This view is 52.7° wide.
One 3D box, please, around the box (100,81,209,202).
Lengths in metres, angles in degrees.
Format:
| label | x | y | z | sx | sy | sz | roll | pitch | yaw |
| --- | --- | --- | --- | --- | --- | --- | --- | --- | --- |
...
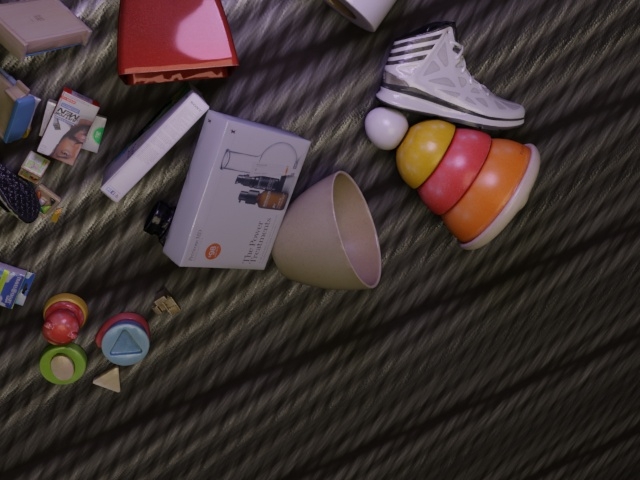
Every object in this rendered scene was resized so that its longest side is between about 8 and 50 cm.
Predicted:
| label | x | y | z | sx | sy | sz | roll | pitch | yaw |
| --- | --- | --- | --- | --- | --- | --- | --- | --- | --- |
| box | -0.415 | -0.254 | 1.611 | 0.322 | 0.232 | 0.058 | -44 | 115 | 3 |

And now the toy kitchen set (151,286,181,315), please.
| label | x | y | z | sx | sy | sz | roll | pitch | yaw |
| --- | --- | --- | --- | --- | --- | --- | --- | --- | --- |
| toy kitchen set | -0.453 | 0.194 | 1.855 | 0.068 | 0.075 | 0.083 | -32 | 110 | 0 |

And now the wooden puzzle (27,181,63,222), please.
| label | x | y | z | sx | sy | sz | roll | pitch | yaw |
| --- | --- | --- | --- | --- | --- | --- | --- | --- | --- |
| wooden puzzle | -0.732 | -0.102 | 1.704 | 0.116 | 0.014 | 0.078 | 35 | 98 | -23 |

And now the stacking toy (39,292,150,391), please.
| label | x | y | z | sx | sy | sz | roll | pitch | yaw |
| --- | --- | --- | --- | --- | --- | --- | --- | --- | --- |
| stacking toy | -0.649 | 0.321 | 1.822 | 0.309 | 0.130 | 0.279 | 17 | 105 | -19 |

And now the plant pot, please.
| label | x | y | z | sx | sy | sz | roll | pitch | yaw |
| --- | --- | --- | --- | --- | --- | --- | --- | --- | --- |
| plant pot | -0.352 | -0.508 | 1.532 | 0.267 | 0.267 | 0.236 | -8 | 100 | -12 |

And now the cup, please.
| label | x | y | z | sx | sy | sz | roll | pitch | yaw |
| --- | --- | --- | --- | --- | --- | --- | --- | --- | --- |
| cup | 0.000 | 0.000 | 1.800 | 0.237 | 0.331 | 0.331 | -17 | 116 | 21 |

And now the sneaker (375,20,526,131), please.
| label | x | y | z | sx | sy | sz | roll | pitch | yaw |
| --- | --- | --- | --- | --- | --- | --- | --- | --- | --- |
| sneaker | 0.394 | -0.458 | 1.780 | 0.447 | 0.169 | 0.257 | 9 | 110 | -15 |

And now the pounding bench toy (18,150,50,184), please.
| label | x | y | z | sx | sy | sz | roll | pitch | yaw |
| --- | --- | --- | --- | --- | --- | --- | --- | --- | --- |
| pounding bench toy | -0.724 | -0.196 | 1.649 | 0.052 | 0.065 | 0.083 | 30 | 61 | -22 |

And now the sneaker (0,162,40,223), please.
| label | x | y | z | sx | sy | sz | roll | pitch | yaw |
| --- | --- | --- | --- | --- | --- | --- | --- | --- | --- |
| sneaker | -0.816 | -0.136 | 1.641 | 0.097 | 0.084 | 0.235 | -19 | 118 | 42 |

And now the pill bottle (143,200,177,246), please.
| label | x | y | z | sx | sy | sz | roll | pitch | yaw |
| --- | --- | --- | --- | --- | --- | --- | --- | --- | --- |
| pill bottle | -0.365 | -0.019 | 1.773 | 0.219 | 0.123 | 0.123 | 29 | 101 | -22 |

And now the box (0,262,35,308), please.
| label | x | y | z | sx | sy | sz | roll | pitch | yaw |
| --- | --- | --- | --- | --- | --- | --- | --- | --- | --- |
| box | -0.874 | 0.110 | 1.732 | 0.178 | 0.042 | 0.109 | 22 | 103 | -20 |

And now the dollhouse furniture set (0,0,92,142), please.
| label | x | y | z | sx | sy | sz | roll | pitch | yaw |
| --- | --- | --- | --- | --- | --- | --- | --- | --- | --- |
| dollhouse furniture set | -0.741 | -0.438 | 1.546 | 0.286 | 0.198 | 0.303 | 43 | 127 | 5 |

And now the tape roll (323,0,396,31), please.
| label | x | y | z | sx | sy | sz | roll | pitch | yaw |
| --- | --- | --- | --- | --- | --- | --- | --- | --- | --- |
| tape roll | 0.084 | -0.654 | 1.585 | 0.246 | 0.246 | 0.169 | 32 | 100 | -23 |

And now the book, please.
| label | x | y | z | sx | sy | sz | roll | pitch | yaw |
| --- | --- | --- | --- | --- | --- | --- | --- | --- | --- |
| book | -0.631 | -0.291 | 1.652 | 0.144 | 0.035 | 0.096 | 15 | 107 | -22 |

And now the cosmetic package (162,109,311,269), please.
| label | x | y | z | sx | sy | sz | roll | pitch | yaw |
| --- | --- | --- | --- | --- | --- | --- | --- | --- | --- |
| cosmetic package | -0.209 | -0.114 | 1.639 | 0.284 | 0.097 | 0.377 | 6 | 111 | -46 |

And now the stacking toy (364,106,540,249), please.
| label | x | y | z | sx | sy | sz | roll | pitch | yaw |
| --- | --- | --- | --- | --- | --- | --- | --- | --- | --- |
| stacking toy | 0.336 | -0.229 | 1.830 | 0.480 | 0.350 | 0.351 | 33 | 100 | -4 |

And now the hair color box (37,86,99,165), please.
| label | x | y | z | sx | sy | sz | roll | pitch | yaw |
| --- | --- | --- | --- | --- | --- | --- | --- | --- | --- |
| hair color box | -0.627 | -0.283 | 1.609 | 0.093 | 0.053 | 0.167 | 23 | 106 | -27 |
